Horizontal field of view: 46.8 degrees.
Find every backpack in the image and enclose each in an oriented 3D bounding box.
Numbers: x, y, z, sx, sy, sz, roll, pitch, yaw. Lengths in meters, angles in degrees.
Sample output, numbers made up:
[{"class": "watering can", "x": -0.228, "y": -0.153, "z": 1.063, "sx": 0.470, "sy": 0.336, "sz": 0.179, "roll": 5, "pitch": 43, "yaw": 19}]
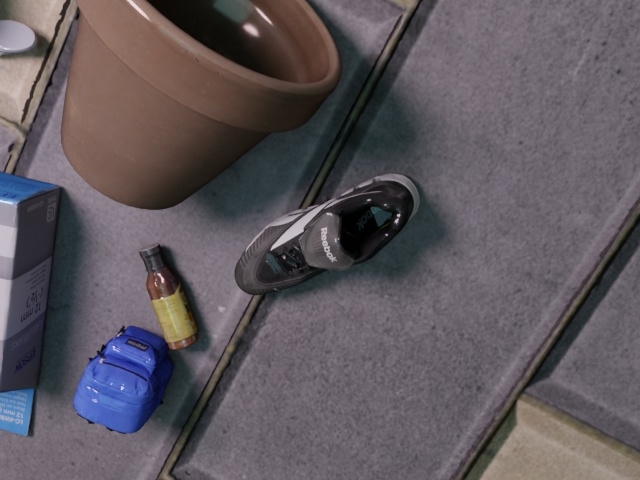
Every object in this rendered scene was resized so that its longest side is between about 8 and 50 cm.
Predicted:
[{"class": "backpack", "x": -0.235, "y": 0.163, "z": 0.877, "sx": 0.098, "sy": 0.120, "sz": 0.101, "roll": 18, "pitch": 106, "yaw": 1}]

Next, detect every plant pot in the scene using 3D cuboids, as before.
[{"class": "plant pot", "x": -0.148, "y": -0.159, "z": 0.735, "sx": 0.263, "sy": 0.263, "sz": 0.229, "roll": 39, "pitch": 123, "yaw": -6}]

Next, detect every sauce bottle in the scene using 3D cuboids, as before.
[{"class": "sauce bottle", "x": -0.183, "y": 0.067, "z": 0.886, "sx": 0.042, "sy": 0.042, "sz": 0.128, "roll": -14, "pitch": 105, "yaw": 9}]

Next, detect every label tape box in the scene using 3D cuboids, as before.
[{"class": "label tape box", "x": -0.468, "y": 0.078, "z": 0.880, "sx": 0.249, "sy": 0.115, "sz": 0.347, "roll": 13, "pitch": 104, "yaw": 2}]

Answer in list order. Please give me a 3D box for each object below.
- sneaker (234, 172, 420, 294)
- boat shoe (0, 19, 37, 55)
[{"class": "sneaker", "x": 0.000, "y": 0.000, "z": 0.817, "sx": 0.234, "sy": 0.106, "sz": 0.078, "roll": -26, "pitch": 100, "yaw": 12}, {"class": "boat shoe", "x": -0.364, "y": -0.223, "z": 0.829, "sx": 0.100, "sy": 0.035, "sz": 0.035, "roll": -1, "pitch": 82, "yaw": 1}]
